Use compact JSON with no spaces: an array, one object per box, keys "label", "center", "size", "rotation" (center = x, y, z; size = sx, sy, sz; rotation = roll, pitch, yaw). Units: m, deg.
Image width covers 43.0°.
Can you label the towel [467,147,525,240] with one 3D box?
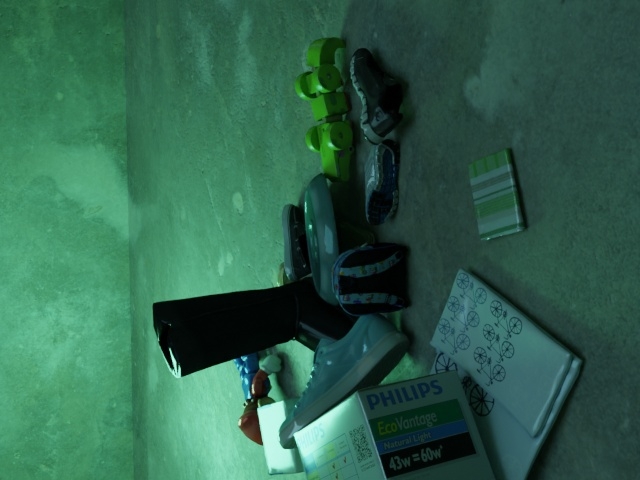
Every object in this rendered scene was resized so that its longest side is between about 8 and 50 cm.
[{"label":"towel","center":[0.324,-0.082,1.489],"size":[0.113,0.023,0.152],"rotation":[-19,77,58]}]

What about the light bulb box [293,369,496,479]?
[{"label":"light bulb box","center":[0.149,0.484,1.562],"size":[0.358,0.225,0.361],"rotation":[-49,53,56]}]

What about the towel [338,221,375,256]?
[{"label":"towel","center":[0.086,0.020,1.916],"size":[0.148,0.027,0.110],"rotation":[24,117,56]}]

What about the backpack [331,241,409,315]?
[{"label":"backpack","center":[0.095,0.084,1.764],"size":[0.117,0.173,0.158],"rotation":[12,107,59]}]

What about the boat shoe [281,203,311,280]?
[{"label":"boat shoe","center":[-0.053,-0.003,2.107],"size":[0.080,0.076,0.229],"rotation":[57,-156,-48]}]

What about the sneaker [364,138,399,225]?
[{"label":"sneaker","center":[0.127,-0.129,1.787],"size":[0.083,0.071,0.191],"rotation":[-156,72,-64]}]

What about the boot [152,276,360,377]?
[{"label":"boot","center":[-0.139,0.237,1.928],"size":[0.367,0.445,0.146],"rotation":[41,130,50]}]

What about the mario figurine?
[{"label":"mario figurine","center":[-0.161,0.451,2.385],"size":[0.198,0.170,0.321],"rotation":[62,-170,-54]}]

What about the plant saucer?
[{"label":"plant saucer","center":[0.000,0.000,1.929],"size":[0.317,0.043,0.318],"rotation":[173,90,-83]}]

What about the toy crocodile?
[{"label":"toy crocodile","center":[0.024,-0.305,1.904],"size":[0.115,0.105,0.341],"rotation":[-7,94,60]}]

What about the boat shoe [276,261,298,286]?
[{"label":"boat shoe","center":[-0.077,0.140,2.198],"size":[0.059,0.063,0.170],"rotation":[23,125,54]}]

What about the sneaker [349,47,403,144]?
[{"label":"sneaker","center":[0.128,-0.324,1.731],"size":[0.106,0.078,0.234],"rotation":[-30,57,37]}]

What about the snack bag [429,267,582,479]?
[{"label":"snack bag","center":[0.307,0.273,1.524],"size":[0.323,0.037,0.343],"rotation":[44,124,48]}]

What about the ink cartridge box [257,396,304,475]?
[{"label":"ink cartridge box","center":[-0.002,0.454,1.949],"size":[0.171,0.232,0.168],"rotation":[-33,65,58]}]

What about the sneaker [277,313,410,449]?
[{"label":"sneaker","center":[0.027,0.304,1.811],"size":[0.150,0.366,0.135],"rotation":[46,178,32]}]
